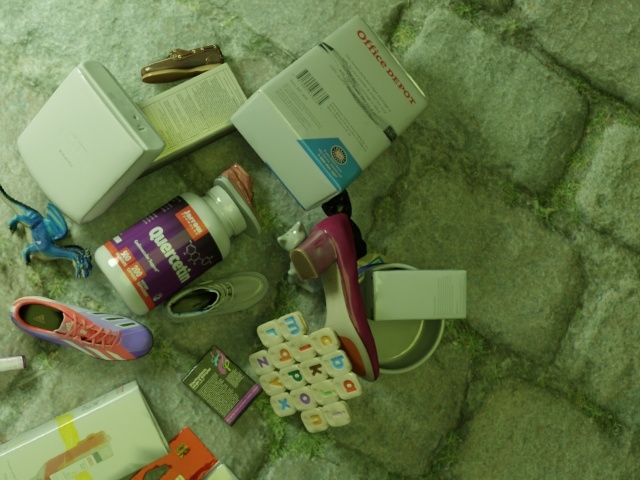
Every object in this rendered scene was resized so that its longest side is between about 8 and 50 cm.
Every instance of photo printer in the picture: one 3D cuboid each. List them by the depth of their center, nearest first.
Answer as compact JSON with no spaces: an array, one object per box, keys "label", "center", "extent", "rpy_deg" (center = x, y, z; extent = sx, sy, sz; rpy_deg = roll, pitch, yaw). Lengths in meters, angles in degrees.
[{"label":"photo printer","center":[-0.515,-0.200,1.696],"extent":[0.307,0.107,0.256],"rpy_deg":[-39,88,28]}]

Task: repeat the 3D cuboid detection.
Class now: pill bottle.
[{"label":"pill bottle","center":[-0.333,0.013,1.759],"extent":[0.323,0.181,0.181],"rpy_deg":[-36,94,-15]}]

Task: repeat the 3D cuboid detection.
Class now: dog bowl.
[{"label":"dog bowl","center":[0.161,0.185,1.875],"extent":[0.265,0.104,0.265],"rpy_deg":[0,90,-16]}]

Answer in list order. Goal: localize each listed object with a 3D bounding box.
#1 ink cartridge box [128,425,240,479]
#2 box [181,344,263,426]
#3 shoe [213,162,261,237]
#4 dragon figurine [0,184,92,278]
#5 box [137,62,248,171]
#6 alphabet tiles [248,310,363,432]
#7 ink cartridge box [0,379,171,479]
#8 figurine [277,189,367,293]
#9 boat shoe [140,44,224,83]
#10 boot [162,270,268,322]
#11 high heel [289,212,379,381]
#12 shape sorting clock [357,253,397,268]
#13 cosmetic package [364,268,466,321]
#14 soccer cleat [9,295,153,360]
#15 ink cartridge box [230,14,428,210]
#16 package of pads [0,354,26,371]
[{"label":"ink cartridge box","center":[-0.322,0.606,1.770],"extent":[0.275,0.060,0.239],"rpy_deg":[-43,97,-14]},{"label":"box","center":[-0.232,0.343,1.834],"extent":[0.162,0.029,0.116],"rpy_deg":[45,75,-8]},{"label":"shoe","center":[-0.181,-0.098,1.870],"extent":[0.081,0.063,0.178],"rpy_deg":[-50,117,-38]},{"label":"dragon figurine","center":[-0.617,-0.033,1.738],"extent":[0.144,0.085,0.289],"rpy_deg":[-25,92,-16]},{"label":"box","center":[-0.328,-0.277,1.819],"extent":[0.311,0.121,0.148],"rpy_deg":[-28,93,-15]},{"label":"alphabet tiles","center":[-0.037,0.306,1.788],"extent":[0.021,0.278,0.284],"rpy_deg":[-28,92,-52]},{"label":"ink cartridge box","center":[-0.525,0.448,1.618],"extent":[0.384,0.279,0.160],"rpy_deg":[-24,90,-16]},{"label":"figurine","center":[0.000,0.000,1.834],"extent":[0.215,0.209,0.092],"rpy_deg":[-37,54,-15]},{"label":"boat shoe","center":[-0.333,-0.425,1.861],"extent":[0.207,0.073,0.073],"rpy_deg":[-13,87,-23]},{"label":"boot","center":[-0.236,0.134,1.802],"extent":[0.258,0.123,0.095],"rpy_deg":[-18,90,-16]},{"label":"high heel","center":[0.079,0.129,1.748],"extent":[0.181,0.127,0.377],"rpy_deg":[-39,115,-37]},{"label":"shape sorting clock","center":[0.126,0.135,1.940],"extent":[0.206,0.040,0.206],"rpy_deg":[0,91,-17]},{"label":"cosmetic package","center":[0.220,0.125,1.795],"extent":[0.231,0.085,0.117],"rpy_deg":[1,89,-15]},{"label":"soccer cleat","center":[-0.529,0.198,1.723],"extent":[0.318,0.116,0.109],"rpy_deg":[18,80,-12]},{"label":"ink cartridge box","center":[0.031,-0.304,1.828],"extent":[0.285,0.166,0.395],"rpy_deg":[51,55,-8]},{"label":"package of pads","center":[-0.694,0.273,1.707],"extent":[0.083,0.050,0.032],"rpy_deg":[-6,86,-15]}]
